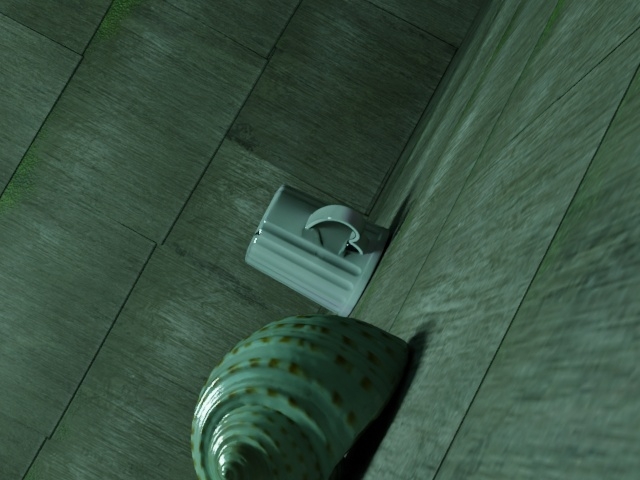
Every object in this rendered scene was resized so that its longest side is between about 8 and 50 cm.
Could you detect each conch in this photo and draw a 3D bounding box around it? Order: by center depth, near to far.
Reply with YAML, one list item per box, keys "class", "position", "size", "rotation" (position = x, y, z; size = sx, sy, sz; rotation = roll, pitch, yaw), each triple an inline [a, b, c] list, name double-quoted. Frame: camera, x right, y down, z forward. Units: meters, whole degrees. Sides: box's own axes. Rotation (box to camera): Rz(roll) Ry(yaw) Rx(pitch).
- class: "conch"
  position: [-0.025, 0.128, 0.793]
  size: [0.172, 0.131, 0.200]
  rotation: [-62, 1, 25]

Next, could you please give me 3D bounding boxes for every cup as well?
- class: "cup"
  position: [0.002, -0.006, 1.664]
  size: [0.221, 0.202, 0.167]
  rotation: [-62, 2, 33]
